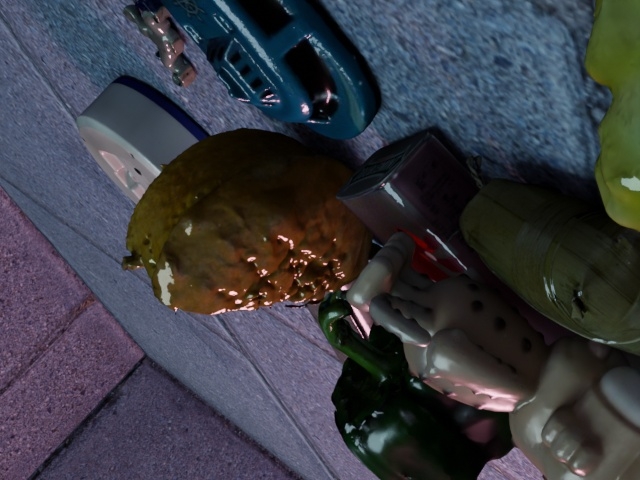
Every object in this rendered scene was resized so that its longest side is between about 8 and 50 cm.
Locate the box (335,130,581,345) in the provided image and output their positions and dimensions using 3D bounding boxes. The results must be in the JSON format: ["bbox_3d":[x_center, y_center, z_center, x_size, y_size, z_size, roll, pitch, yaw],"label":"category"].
[{"bbox_3d":[0.123,0.016,0.921,0.224,0.069,0.120,45,164,-13],"label":"box"}]

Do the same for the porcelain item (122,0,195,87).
[{"bbox_3d":[-0.164,-0.205,1.115,0.075,0.021,0.136,37,164,20],"label":"porcelain item"}]

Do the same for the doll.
[{"bbox_3d":[0.145,0.094,0.804,0.278,0.119,0.154,32,-160,-3],"label":"doll"}]

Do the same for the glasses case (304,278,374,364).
[{"bbox_3d":[0.024,0.077,1.339,0.114,0.060,0.299,30,160,38],"label":"glasses case"}]

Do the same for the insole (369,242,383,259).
[{"bbox_3d":[0.000,0.000,1.147,0.135,0.002,0.045,12,-149,-8],"label":"insole"}]

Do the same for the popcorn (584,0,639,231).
[{"bbox_3d":[0.203,-0.033,0.365,0.256,0.195,0.255,44,166,31],"label":"popcorn"}]

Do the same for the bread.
[{"bbox_3d":[-0.059,-0.026,1.041,0.143,0.229,0.139,39,128,43],"label":"bread"}]

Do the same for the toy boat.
[{"bbox_3d":[-0.079,-0.175,0.868,0.299,0.092,0.134,49,160,-21],"label":"toy boat"}]

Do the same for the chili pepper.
[{"bbox_3d":[0.088,0.137,1.162,0.261,0.174,0.165,43,-167,-14],"label":"chili pepper"}]

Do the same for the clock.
[{"bbox_3d":[-0.191,-0.089,1.389,0.230,0.083,0.230,41,165,13],"label":"clock"}]

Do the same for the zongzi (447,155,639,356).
[{"bbox_3d":[0.188,0.027,0.807,0.178,0.081,0.189,35,179,-34],"label":"zongzi"}]
